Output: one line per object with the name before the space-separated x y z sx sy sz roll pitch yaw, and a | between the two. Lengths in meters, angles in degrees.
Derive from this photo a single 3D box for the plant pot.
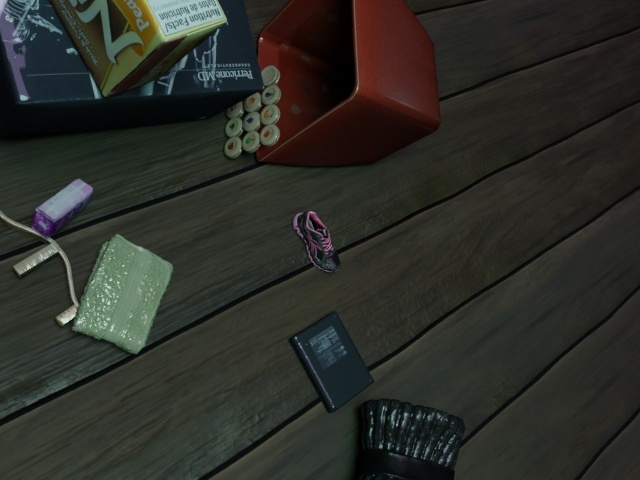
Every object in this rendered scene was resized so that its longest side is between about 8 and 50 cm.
plant pot | 0.058 -0.272 0.948 0.235 0.267 0.268 12 68 -37

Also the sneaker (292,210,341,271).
sneaker | 0.000 0.000 0.931 0.047 0.057 0.119 -36 93 -33

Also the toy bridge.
toy bridge | -0.385 0.026 0.745 0.063 0.026 0.188 -40 94 -33

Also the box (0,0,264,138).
box | -0.291 -0.327 0.755 0.343 0.179 0.313 -18 97 -39

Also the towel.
towel | -0.274 0.074 0.770 0.110 0.027 0.148 30 58 -28

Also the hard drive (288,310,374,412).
hard drive | 0.020 0.197 0.896 0.094 0.022 0.135 -27 87 -31

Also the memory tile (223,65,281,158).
memory tile | -0.115 -0.215 0.918 0.012 0.113 0.148 28 56 -56

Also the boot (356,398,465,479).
boot | 0.061 0.359 0.797 0.347 0.131 0.260 19 73 -32

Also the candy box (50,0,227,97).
candy box | -0.241 -0.330 0.563 0.087 0.183 0.317 -37 108 -34

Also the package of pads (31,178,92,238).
package of pads | -0.355 -0.046 0.756 0.032 0.050 0.083 39 42 -6
